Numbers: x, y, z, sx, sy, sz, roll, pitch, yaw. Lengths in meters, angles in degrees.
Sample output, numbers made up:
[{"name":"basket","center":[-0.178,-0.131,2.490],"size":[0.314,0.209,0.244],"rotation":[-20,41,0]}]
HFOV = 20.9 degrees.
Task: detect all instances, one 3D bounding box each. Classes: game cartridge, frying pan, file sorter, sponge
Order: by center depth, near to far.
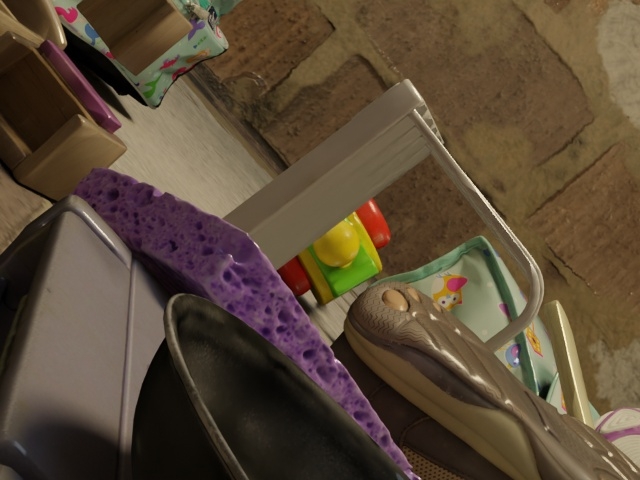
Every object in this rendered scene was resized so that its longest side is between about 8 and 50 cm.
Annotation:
[{"name":"frying pan","center":[0.026,0.109,0.348],"size":[0.197,0.053,0.326],"rotation":[48,6,-13]},{"name":"game cartridge","center":[-0.027,0.113,0.530],"size":[0.230,0.068,0.355],"rotation":[52,3,-12]},{"name":"sponge","center":[-0.025,0.060,0.755],"size":[0.117,0.031,0.210],"rotation":[24,-26,47]},{"name":"file sorter","center":[0.043,0.028,1.205],"size":[0.173,0.193,0.277],"rotation":[53,4,6]}]

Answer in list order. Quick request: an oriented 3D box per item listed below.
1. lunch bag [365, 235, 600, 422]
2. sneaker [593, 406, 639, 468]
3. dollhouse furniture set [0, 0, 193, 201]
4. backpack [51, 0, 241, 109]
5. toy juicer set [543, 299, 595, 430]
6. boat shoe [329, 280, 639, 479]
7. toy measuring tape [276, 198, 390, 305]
[{"name":"lunch bag","center":[0.168,0.162,1.604],"size":[0.223,0.160,0.262],"rotation":[51,15,-55]},{"name":"sneaker","center":[0.273,0.288,1.492],"size":[0.152,0.114,0.305],"rotation":[74,12,-49]},{"name":"dollhouse furniture set","center":[-0.111,-0.219,1.002],"size":[0.286,0.303,0.198],"rotation":[50,5,12]},{"name":"backpack","center":[-0.185,-0.249,1.470],"size":[0.225,0.191,0.253],"rotation":[51,9,20]},{"name":"toy juicer set","center":[0.182,0.231,1.241],"size":[0.209,0.089,0.329],"rotation":[-94,169,-49]},{"name":"boat shoe","center":[0.122,0.172,1.048],"size":[0.355,0.130,0.132],"rotation":[41,12,-15]},{"name":"toy measuring tape","center":[0.000,0.000,1.655],"size":[0.121,0.121,0.330],"rotation":[49,-4,1]}]
